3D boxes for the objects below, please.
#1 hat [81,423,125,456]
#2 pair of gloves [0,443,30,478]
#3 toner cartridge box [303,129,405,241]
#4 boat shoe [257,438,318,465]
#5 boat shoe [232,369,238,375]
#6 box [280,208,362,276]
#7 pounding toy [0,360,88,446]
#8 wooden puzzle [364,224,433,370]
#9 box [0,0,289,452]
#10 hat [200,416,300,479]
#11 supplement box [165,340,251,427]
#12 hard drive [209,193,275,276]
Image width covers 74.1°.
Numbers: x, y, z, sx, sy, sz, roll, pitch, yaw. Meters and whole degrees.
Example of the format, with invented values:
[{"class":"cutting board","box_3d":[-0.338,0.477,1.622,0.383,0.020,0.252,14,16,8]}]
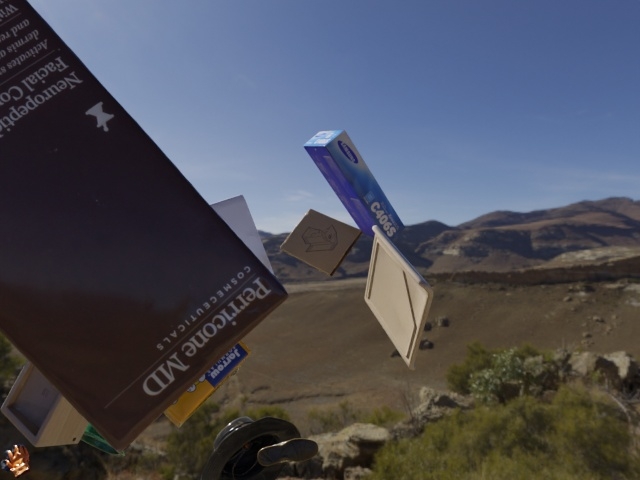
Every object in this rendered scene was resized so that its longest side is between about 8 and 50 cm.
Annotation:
[{"class":"hat","box_3d":[-0.651,0.535,1.319,0.208,0.183,0.173,35,-43,-13]},{"class":"pair of gloves","box_3d":[-0.490,0.347,0.643,0.083,0.010,0.074,-22,30,-35]},{"class":"toner cartridge box","box_3d":[0.100,-0.156,1.238,0.075,0.348,0.165,-42,25,-11]},{"class":"boat shoe","box_3d":[-0.081,0.530,1.070,0.152,0.056,0.049,-5,-17,-3]},{"class":"boat shoe","box_3d":[-0.324,0.326,1.157,0.206,0.075,0.065,29,21,-6]},{"class":"box","box_3d":[0.000,0.000,1.260,0.201,0.164,0.021,26,-19,34]},{"class":"pounding toy","box_3d":[-0.476,0.232,0.784,0.181,0.206,0.094,19,-11,29]},{"class":"wooden puzzle","box_3d":[0.162,0.116,0.891,0.044,0.238,0.221,-12,37,-16]},{"class":"box","box_3d":[-0.229,-0.026,0.397,0.191,0.381,0.143,-43,6,-13]},{"class":"hat","box_3d":[-0.232,0.635,1.297,0.331,0.331,0.134,-1,22,-38]},{"class":"supplement box","box_3d":[-0.354,0.203,0.930,0.194,0.356,0.195,-43,-5,-30]},{"class":"hard drive","box_3d":[-0.259,0.050,0.861,0.319,0.210,0.040,-25,8,-38]}]
